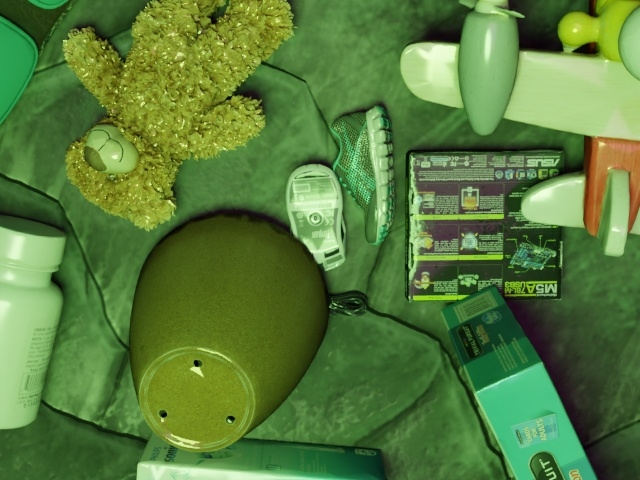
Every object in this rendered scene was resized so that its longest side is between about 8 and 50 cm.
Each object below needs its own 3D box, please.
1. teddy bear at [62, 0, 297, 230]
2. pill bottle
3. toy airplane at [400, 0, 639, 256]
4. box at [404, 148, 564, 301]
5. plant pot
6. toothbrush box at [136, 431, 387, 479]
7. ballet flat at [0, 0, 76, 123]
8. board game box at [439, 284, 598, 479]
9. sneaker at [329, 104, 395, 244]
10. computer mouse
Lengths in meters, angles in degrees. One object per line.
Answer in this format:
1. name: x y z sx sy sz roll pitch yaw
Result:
1. teddy bear: -0.175 -0.181 1.222 0.338 0.113 0.245 -39 94 3
2. pill bottle: -0.373 0.092 1.240 0.131 0.131 0.229 14 97 -3
3. toy airplane: 0.335 -0.170 1.131 0.386 0.272 0.384 -37 88 4
4. box: 0.198 -0.018 1.286 0.190 0.045 0.184 -1 100 -2
5. plant pot: -0.115 0.121 1.169 0.237 0.254 0.237 1 109 3
6. toothbrush box: -0.076 0.362 1.287 0.295 0.126 0.216 6 97 -1
7. ballet flat: -0.368 -0.280 1.190 0.182 0.164 0.483 38 91 28
8. board game box: 0.252 0.245 1.194 0.079 0.254 0.336 -25 104 5
9. sneaker: 0.049 -0.077 1.274 0.076 0.065 0.166 -2 94 15
10. computer mouse: 0.000 0.000 1.285 0.106 0.042 0.193 -3 103 3
